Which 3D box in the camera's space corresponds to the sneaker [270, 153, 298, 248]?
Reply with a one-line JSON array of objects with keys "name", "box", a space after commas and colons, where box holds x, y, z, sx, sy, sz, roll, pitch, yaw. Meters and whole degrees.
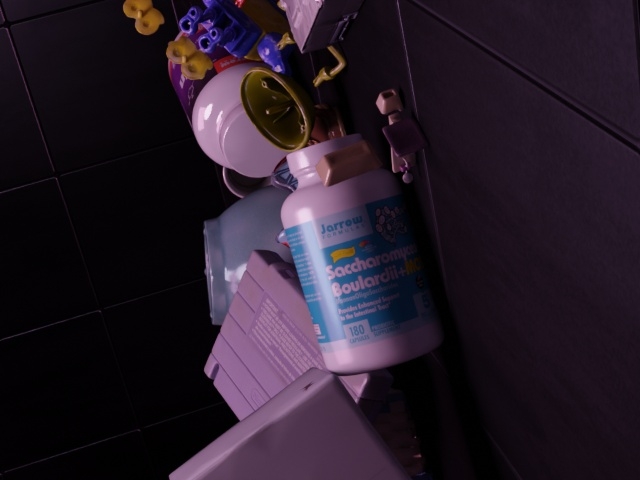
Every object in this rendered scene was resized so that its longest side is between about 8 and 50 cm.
[{"name": "sneaker", "box": [0.000, 0.000, 1.677, 0.104, 0.125, 0.262, 116, 137, -79]}]

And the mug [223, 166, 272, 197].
[{"name": "mug", "box": [-0.135, -0.161, 2.420, 0.113, 0.150, 0.169, 38, -179, -8]}]

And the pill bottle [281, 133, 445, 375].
[{"name": "pill bottle", "box": [0.041, 0.014, 1.364, 0.146, 0.146, 0.264, 166, 87, -82]}]

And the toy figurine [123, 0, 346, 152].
[{"name": "toy figurine", "box": [-0.071, -0.300, 1.620, 0.362, 0.217, 0.191, 44, 119, 15]}]

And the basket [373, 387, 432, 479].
[{"name": "basket", "box": [0.060, 0.361, 1.742, 0.255, 0.201, 0.289, 131, 130, -81]}]

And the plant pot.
[{"name": "plant pot", "box": [-0.091, 0.046, 1.934, 0.293, 0.196, 0.293, 175, 90, -82]}]

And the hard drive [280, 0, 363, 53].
[{"name": "hard drive", "box": [-0.037, -0.405, 1.344, 0.237, 0.064, 0.339, 147, 105, -82]}]

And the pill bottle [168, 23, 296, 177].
[{"name": "pill bottle", "box": [-0.131, -0.232, 1.885, 0.323, 0.181, 0.181, -119, 15, -54]}]

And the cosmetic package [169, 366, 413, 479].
[{"name": "cosmetic package", "box": [0.047, 0.395, 1.357, 0.453, 0.230, 0.161, 55, 172, -3]}]

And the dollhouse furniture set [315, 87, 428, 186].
[{"name": "dollhouse furniture set", "box": [0.047, -0.089, 1.245, 0.081, 0.114, 0.091, 78, 169, -55]}]

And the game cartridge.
[{"name": "game cartridge", "box": [-0.038, 0.186, 1.661, 0.355, 0.068, 0.230, 45, 113, 49]}]

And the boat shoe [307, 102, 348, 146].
[{"name": "boat shoe", "box": [-0.002, -0.150, 1.614, 0.178, 0.060, 0.064, -138, 32, -74]}]
